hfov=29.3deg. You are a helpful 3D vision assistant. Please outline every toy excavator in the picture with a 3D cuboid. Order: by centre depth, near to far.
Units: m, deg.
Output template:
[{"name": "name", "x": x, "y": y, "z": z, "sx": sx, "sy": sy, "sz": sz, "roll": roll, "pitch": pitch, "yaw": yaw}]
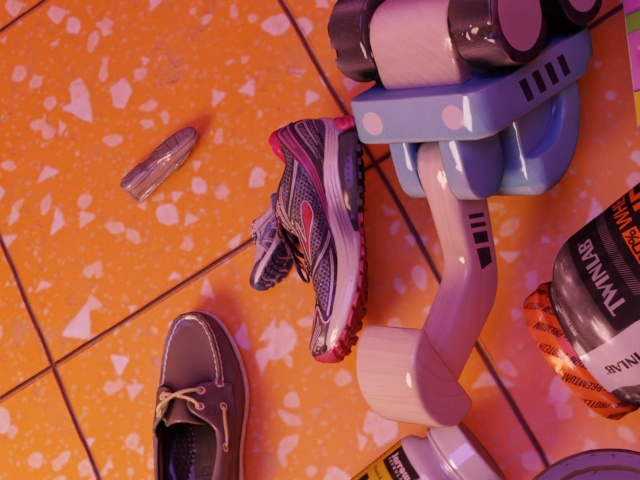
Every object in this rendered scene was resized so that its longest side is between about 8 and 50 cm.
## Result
[{"name": "toy excavator", "x": 0.165, "y": -0.074, "z": 1.352, "sx": 0.222, "sy": 0.433, "sz": 0.445, "roll": -1, "pitch": 114, "yaw": 42}]

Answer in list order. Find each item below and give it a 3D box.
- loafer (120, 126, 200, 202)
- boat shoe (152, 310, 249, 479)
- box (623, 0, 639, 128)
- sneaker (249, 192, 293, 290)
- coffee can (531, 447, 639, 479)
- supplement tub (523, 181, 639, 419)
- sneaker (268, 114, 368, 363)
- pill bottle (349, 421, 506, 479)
[{"name": "loafer", "x": -0.206, "y": -0.100, "z": 1.612, "sx": 0.125, "sy": 0.039, "sz": 0.045, "roll": -38, "pitch": 33, "yaw": 4}, {"name": "boat shoe", "x": -0.149, "y": 0.225, "z": 1.465, "sx": 0.109, "sy": 0.091, "sz": 0.305, "roll": -10, "pitch": 72, "yaw": 17}, {"name": "box", "x": 0.453, "y": -0.243, "z": 1.331, "sx": 0.214, "sy": 0.117, "sz": 0.242, "roll": -13, "pitch": 70, "yaw": 33}, {"name": "sneaker", "x": -0.061, "y": -0.001, "z": 1.526, "sx": 0.058, "sy": 0.052, "sz": 0.135, "roll": 14, "pitch": 73, "yaw": 33}, {"name": "coffee can", "x": 0.297, "y": 0.315, "z": 1.175, "sx": 0.202, "sy": 0.275, "sz": 0.201, "roll": -5, "pitch": 73, "yaw": 18}, {"name": "supplement tub", "x": 0.385, "y": 0.023, "z": 1.239, "sx": 0.338, "sy": 0.207, "sz": 0.207, "roll": -42, "pitch": 65, "yaw": 22}, {"name": "sneaker", "x": 0.000, "y": 0.000, "z": 1.450, "sx": 0.112, "sy": 0.121, "sz": 0.299, "roll": -3, "pitch": 72, "yaw": 4}, {"name": "pill bottle", "x": 0.093, "y": 0.291, "z": 1.344, "sx": 0.208, "sy": 0.119, "sz": 0.119, "roll": -40, "pitch": 66, "yaw": 5}]
